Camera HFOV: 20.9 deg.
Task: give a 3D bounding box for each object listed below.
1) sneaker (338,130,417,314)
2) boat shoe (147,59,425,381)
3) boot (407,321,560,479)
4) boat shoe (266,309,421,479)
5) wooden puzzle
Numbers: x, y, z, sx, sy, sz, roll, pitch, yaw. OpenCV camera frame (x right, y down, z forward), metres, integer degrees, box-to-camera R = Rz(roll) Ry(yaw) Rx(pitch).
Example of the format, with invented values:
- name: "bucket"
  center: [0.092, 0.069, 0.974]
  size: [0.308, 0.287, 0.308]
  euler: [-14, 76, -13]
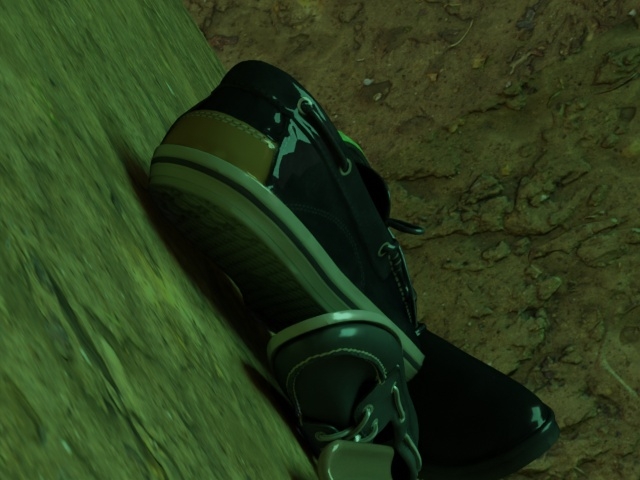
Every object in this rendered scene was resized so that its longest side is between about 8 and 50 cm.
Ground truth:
- name: "sneaker"
  center: [0.038, 0.028, 2.260]
  size: [0.202, 0.185, 0.483]
  euler: [57, 1, 39]
- name: "boat shoe"
  center: [0.000, 0.000, 1.619]
  size: [0.186, 0.156, 0.500]
  euler: [17, -18, 28]
- name: "boot"
  center: [0.047, 0.043, 1.922]
  size: [0.367, 0.146, 0.445]
  euler: [5, -53, 58]
- name: "boat shoe"
  center: [0.035, 0.155, 1.568]
  size: [0.319, 0.116, 0.099]
  euler: [64, 8, -63]
- name: "wooden puzzle"
  center: [0.068, 0.284, 1.442]
  size: [0.239, 0.044, 0.221]
  euler: [66, 11, 14]
